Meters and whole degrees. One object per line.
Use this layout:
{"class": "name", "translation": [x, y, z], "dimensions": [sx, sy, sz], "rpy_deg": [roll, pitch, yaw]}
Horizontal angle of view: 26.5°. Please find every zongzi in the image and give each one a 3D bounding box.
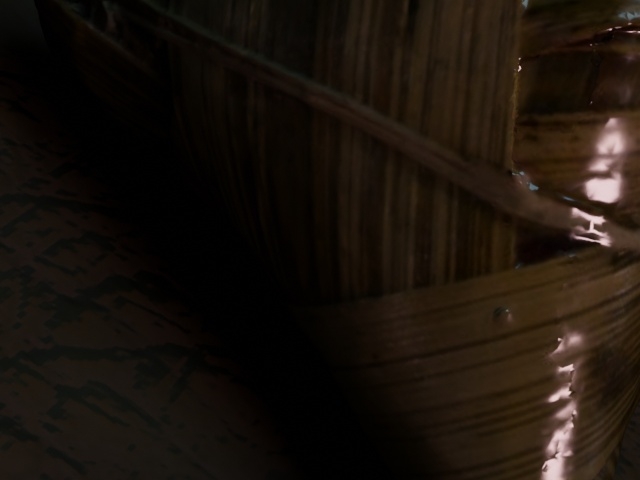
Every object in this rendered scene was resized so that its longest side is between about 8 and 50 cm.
{"class": "zongzi", "translation": [0.000, 0.000, 0.496], "dimensions": [0.286, 0.288, 0.134], "rpy_deg": [9, -2, 32]}
